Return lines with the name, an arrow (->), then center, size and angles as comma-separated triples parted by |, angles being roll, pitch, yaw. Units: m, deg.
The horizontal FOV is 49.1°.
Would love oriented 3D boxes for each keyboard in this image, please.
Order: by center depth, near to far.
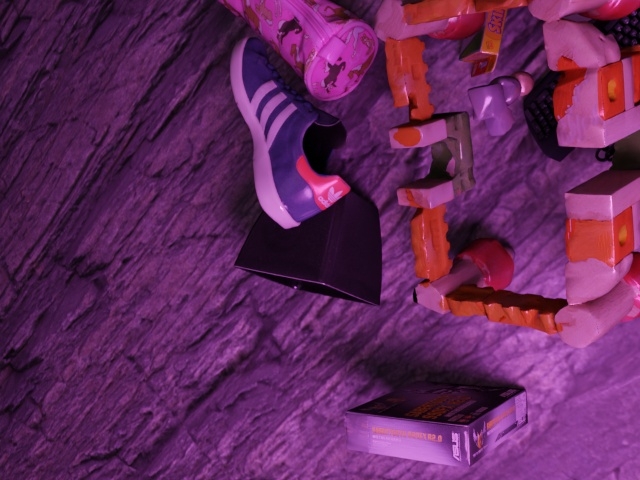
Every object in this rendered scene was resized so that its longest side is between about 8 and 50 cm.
keyboard -> 0.408, -0.225, 0.922 | 0.317, 0.033, 0.201 | -51, 47, 37

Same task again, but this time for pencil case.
pencil case -> -0.064, -0.411, 1.231 | 0.386, 0.167, 0.160 | 49, 134, 23

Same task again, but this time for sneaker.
sneaker -> -0.040, -0.194, 1.122 | 0.148, 0.131, 0.350 | -22, 68, 16

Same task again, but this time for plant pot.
plant pot -> 0.000, 0.000, 1.177 | 0.187, 0.188, 0.167 | 9, 79, 35

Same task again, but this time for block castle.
block castle -> 0.262, -0.116, 0.883 | 0.303, 0.213, 0.453 | 7, 113, 46

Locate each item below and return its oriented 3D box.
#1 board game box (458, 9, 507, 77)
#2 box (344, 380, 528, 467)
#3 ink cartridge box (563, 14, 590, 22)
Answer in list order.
board game box -> 0.255, -0.378, 1.041 | 0.039, 0.124, 0.259 | 7, 98, -4
box -> 0.173, 0.254, 1.006 | 0.183, 0.231, 0.056 | -2, 90, 35
ink cartridge box -> 0.360, -0.395, 0.940 | 0.148, 0.086, 0.203 | -18, 49, 34
